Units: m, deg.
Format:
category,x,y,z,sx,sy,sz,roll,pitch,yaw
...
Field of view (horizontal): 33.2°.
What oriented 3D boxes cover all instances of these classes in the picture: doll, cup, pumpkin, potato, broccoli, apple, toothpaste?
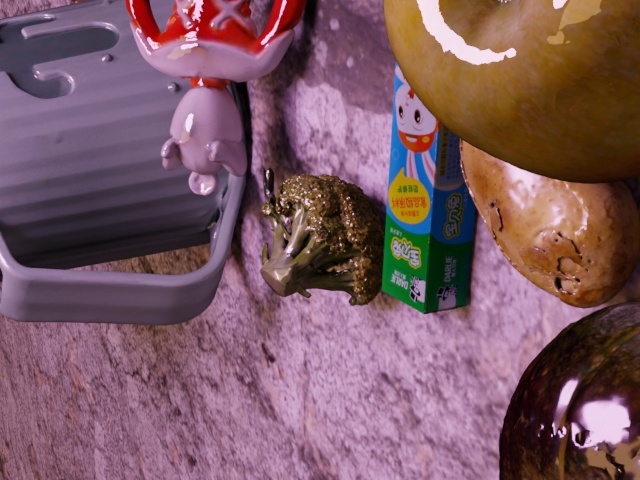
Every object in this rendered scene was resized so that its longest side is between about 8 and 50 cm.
category,x,y,z,sx,sy,sz,roll,pitch,yaw
doll,-0.104,-0.234,1.040,0.189,0.099,0.383,7,97,13
cup,-0.282,-0.094,1.169,0.401,0.392,0.310,26,125,49
pumpkin,0.196,0.152,0.596,0.238,0.159,0.238,52,158,31
potato,0.155,-0.032,0.737,0.107,0.080,0.170,-40,61,42
broccoli,0.000,0.000,0.965,0.130,0.120,0.131,34,160,33
apple,0.150,-0.152,0.602,0.261,0.194,0.260,8,100,52
toothpaste,0.093,-0.077,0.856,0.065,0.050,0.266,27,121,51

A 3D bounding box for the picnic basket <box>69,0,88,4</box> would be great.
category,x,y,z,sx,sy,sz,roll,pitch,yaw
picnic basket,-0.324,-0.335,1.477,0.072,0.072,0.083,56,132,36
